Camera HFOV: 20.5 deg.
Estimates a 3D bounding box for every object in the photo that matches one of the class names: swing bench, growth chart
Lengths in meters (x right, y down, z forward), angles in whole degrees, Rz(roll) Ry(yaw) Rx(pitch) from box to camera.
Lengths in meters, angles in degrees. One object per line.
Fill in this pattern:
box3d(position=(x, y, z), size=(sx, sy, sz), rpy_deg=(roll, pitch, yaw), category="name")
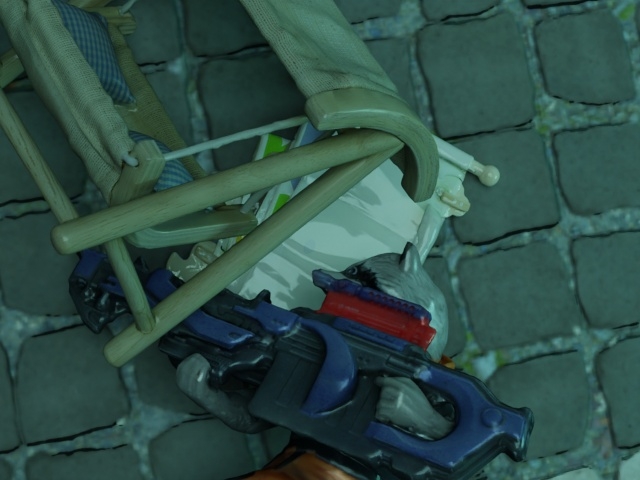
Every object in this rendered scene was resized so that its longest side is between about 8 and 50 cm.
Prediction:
box3d(position=(-0.093, -0.105, 1.138), size=(0.254, 0.165, 0.253), rpy_deg=(-30, 61, -10), category="swing bench")
box3d(position=(0.000, 0.000, 1.262), size=(0.172, 0.021, 0.237), rpy_deg=(34, 80, -5), category="growth chart")

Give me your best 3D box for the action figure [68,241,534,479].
box3d(position=(-0.036, 0.139, 1.191), size=(0.341, 0.178, 0.330), rpy_deg=(28, 78, 23), category="action figure")
